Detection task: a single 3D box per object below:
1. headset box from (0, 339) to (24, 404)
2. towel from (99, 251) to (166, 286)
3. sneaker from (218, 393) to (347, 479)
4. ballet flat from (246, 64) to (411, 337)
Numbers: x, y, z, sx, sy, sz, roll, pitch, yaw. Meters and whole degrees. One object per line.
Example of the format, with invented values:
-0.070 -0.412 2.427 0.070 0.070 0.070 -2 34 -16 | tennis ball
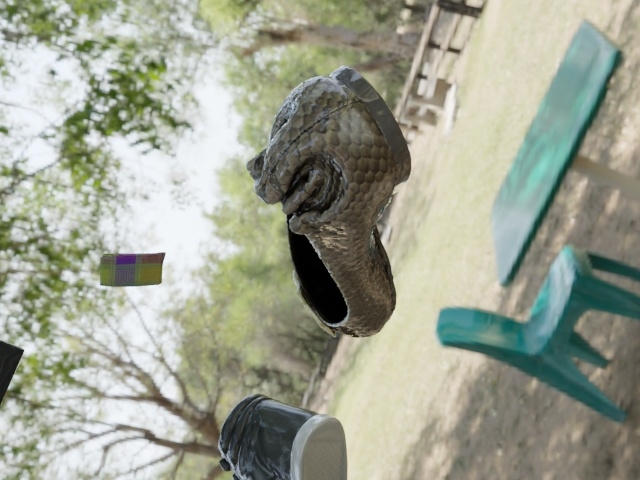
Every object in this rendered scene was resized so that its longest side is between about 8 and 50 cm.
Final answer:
-0.491 0.235 1.135 0.283 0.131 0.246 -22 46 62 | headset box
-0.243 0.038 1.184 0.009 0.083 0.060 -110 24 -43 | towel
-0.048 0.309 1.096 0.105 0.147 0.295 -21 -58 -41 | sneaker
0.000 0.000 0.456 0.058 0.084 0.250 -35 -16 -12 | ballet flat
